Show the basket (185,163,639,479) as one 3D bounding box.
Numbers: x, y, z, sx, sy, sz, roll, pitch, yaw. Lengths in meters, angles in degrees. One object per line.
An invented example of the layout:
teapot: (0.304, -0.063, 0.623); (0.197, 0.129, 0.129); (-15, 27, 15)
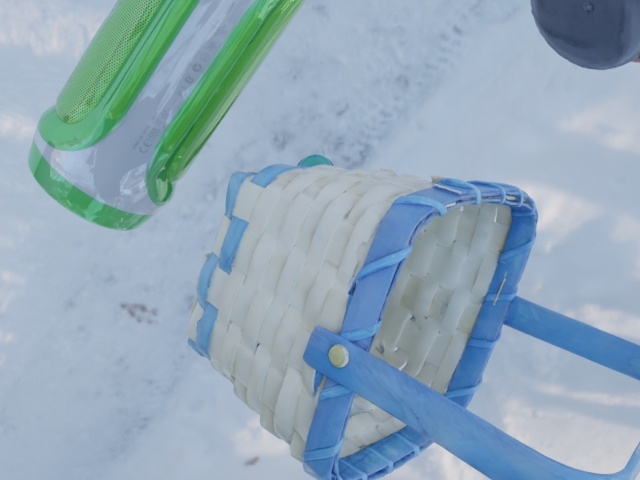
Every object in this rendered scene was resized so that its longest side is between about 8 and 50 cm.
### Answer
basket: (0.084, 0.060, 0.539); (0.255, 0.289, 0.201); (-2, 109, -55)

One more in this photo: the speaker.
speaker: (-0.108, -0.153, 0.656); (0.131, 0.131, 0.296); (28, 109, -30)

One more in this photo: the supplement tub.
supplement tub: (0.200, -0.166, 0.464); (0.198, 0.106, 0.106); (-37, 146, -31)

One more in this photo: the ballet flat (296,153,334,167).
ballet flat: (0.000, 0.000, 0.983); (0.074, 0.203, 0.074); (-6, 157, -3)
